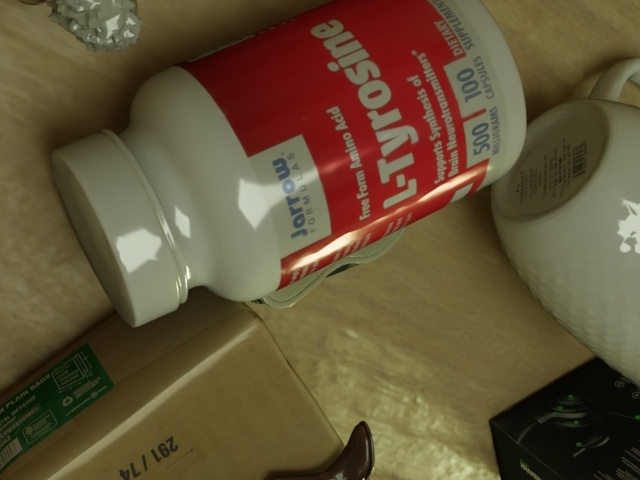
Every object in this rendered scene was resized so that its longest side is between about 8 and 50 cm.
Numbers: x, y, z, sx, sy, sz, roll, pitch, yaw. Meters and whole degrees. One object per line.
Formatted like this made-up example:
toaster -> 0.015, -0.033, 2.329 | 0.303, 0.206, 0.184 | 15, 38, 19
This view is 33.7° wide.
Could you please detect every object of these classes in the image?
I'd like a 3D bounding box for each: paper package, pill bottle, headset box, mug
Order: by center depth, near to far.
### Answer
pill bottle -> -0.030, -0.084, 0.996 | 0.408, 0.229, 0.229 | -26, 121, -19
paper package -> -0.156, 0.234, 1.095 | 0.325, 0.168, 0.309 | -37, 124, -11
mug -> 0.381, -0.046, 1.262 | 0.328, 0.276, 0.374 | 35, 60, -29
headset box -> 0.399, 0.286, 1.397 | 0.283, 0.246, 0.131 | -27, 121, -20

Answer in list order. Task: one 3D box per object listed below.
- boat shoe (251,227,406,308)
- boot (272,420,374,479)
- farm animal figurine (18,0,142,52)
boat shoe -> 0.000, 0.000, 1.151 | 0.233, 0.079, 0.084 | -29, 105, -34
boot -> -0.006, 0.234, 1.063 | 0.114, 0.037, 0.106 | 0, 107, -26
farm animal figurine -> -0.301, -0.287, 0.762 | 0.172, 0.330, 0.327 | -46, 154, -9
